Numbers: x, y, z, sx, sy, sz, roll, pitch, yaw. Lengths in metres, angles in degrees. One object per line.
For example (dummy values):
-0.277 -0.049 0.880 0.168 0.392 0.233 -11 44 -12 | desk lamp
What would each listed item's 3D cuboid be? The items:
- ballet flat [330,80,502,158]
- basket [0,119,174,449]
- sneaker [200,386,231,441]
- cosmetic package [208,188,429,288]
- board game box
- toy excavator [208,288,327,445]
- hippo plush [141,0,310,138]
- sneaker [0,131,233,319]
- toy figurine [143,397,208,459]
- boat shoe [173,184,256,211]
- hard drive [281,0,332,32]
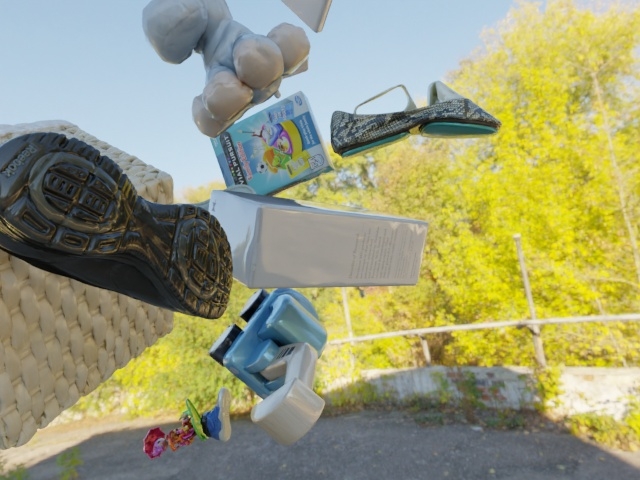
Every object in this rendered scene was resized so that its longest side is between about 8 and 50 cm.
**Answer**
0.261 -0.354 1.235 0.482 0.182 0.164 -8 -1 2 | ballet flat
-0.408 0.034 0.630 0.266 0.331 0.328 21 30 18 | basket
-0.295 0.479 1.220 0.084 0.152 0.058 3 11 16 | sneaker
0.000 0.000 0.980 0.453 0.162 0.230 4 9 -37 | cosmetic package
-0.156 -0.276 1.387 0.336 0.254 0.079 -22 -8 14 | board game box
-0.091 0.266 1.042 0.445 0.222 0.433 -36 15 47 | toy excavator
-0.161 -0.357 0.766 0.234 0.237 0.294 -28 16 45 | hippo plush
-0.194 0.003 0.427 0.130 0.109 0.286 -7 -30 26 | sneaker
-0.411 0.548 1.219 0.159 0.130 0.173 -29 11 -17 | toy figurine
-0.298 -0.045 1.102 0.302 0.114 0.091 -17 -22 -14 | boat shoe
-0.028 -0.884 1.433 0.040 0.210 0.319 -37 -11 -32 | hard drive
